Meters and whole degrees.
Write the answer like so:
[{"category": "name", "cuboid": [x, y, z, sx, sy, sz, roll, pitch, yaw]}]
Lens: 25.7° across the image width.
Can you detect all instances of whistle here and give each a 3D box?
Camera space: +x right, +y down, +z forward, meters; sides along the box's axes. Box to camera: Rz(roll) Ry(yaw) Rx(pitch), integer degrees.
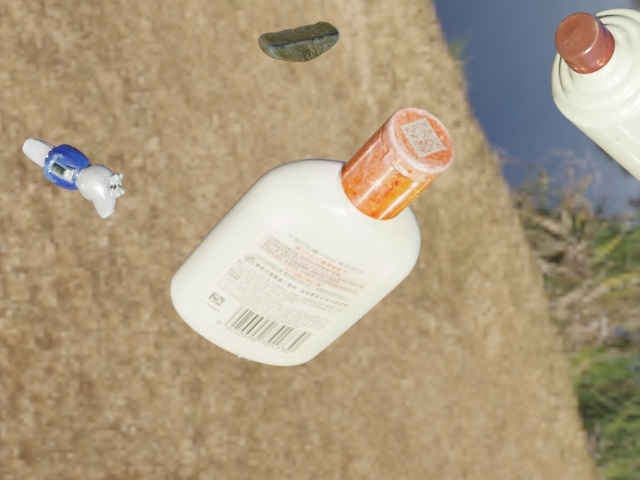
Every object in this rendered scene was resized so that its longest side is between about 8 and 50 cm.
[{"category": "whistle", "cuboid": [-0.165, -0.045, 0.932, 0.029, 0.083, 0.033, -5, 121, -64]}]

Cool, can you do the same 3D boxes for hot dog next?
[{"category": "hot dog", "cuboid": [-0.023, -0.204, 1.470, 0.030, 0.090, 0.034, 51, -32, 42]}]

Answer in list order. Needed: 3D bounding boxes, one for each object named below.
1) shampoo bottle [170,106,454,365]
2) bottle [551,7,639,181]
[{"category": "shampoo bottle", "cuboid": [0.000, 0.000, 0.810, 0.108, 0.221, 0.051, 28, 48, -16]}, {"category": "bottle", "cuboid": [0.263, -0.119, 1.162, 0.245, 0.104, 0.104, 28, 61, -50]}]
